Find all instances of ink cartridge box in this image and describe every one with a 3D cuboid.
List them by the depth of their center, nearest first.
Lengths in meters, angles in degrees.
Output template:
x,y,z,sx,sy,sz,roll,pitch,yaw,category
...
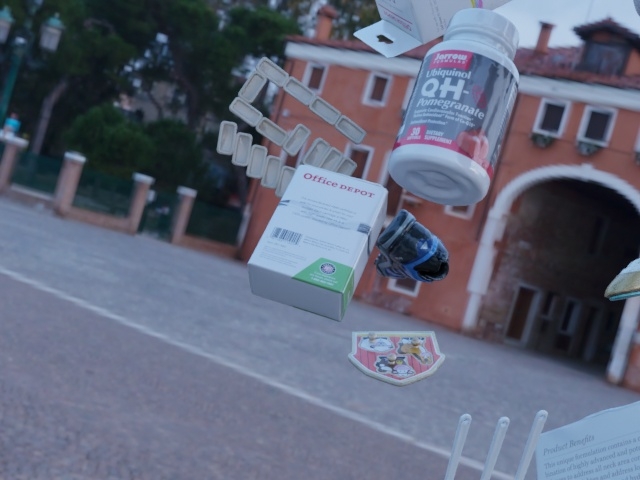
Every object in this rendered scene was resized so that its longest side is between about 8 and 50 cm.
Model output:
x,y,z,sx,sy,sz,roll,pitch,yaw,category
0.000,0.000,1.588,0.160,0.219,0.092,17,-35,13,ink cartridge box
0.239,-0.522,2.031,0.207,0.354,0.119,50,-15,55,ink cartridge box

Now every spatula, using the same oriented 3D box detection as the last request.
x,y,z,sx,sy,sz,roll,pitch,yaw,category
0.253,0.354,1.507,0.168,0.242,0.019,1,34,-12,spatula

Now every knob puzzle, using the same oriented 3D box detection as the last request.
x,y,z,sx,sy,sz,roll,pitch,yaw,category
0.151,0.224,1.949,0.213,0.029,0.213,1,25,0,knob puzzle

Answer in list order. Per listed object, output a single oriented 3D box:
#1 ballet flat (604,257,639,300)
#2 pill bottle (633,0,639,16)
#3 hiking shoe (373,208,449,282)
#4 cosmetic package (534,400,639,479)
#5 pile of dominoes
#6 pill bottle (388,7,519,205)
x,y,z,sx,sy,sz,roll,pitch,yaw,category
0.575,0.062,1.719,0.232,0.073,0.080,-2,-13,-34,ballet flat
0.690,-0.460,1.717,0.265,0.153,0.153,4,-8,38,pill bottle
0.181,0.043,1.901,0.132,0.113,0.304,39,-3,13,hiking shoe
0.619,0.522,1.748,0.328,0.393,0.329,20,-34,-30,cosmetic package
-0.057,-0.176,1.767,0.251,0.196,0.040,36,-11,-10,pile of dominoes
0.244,-0.235,1.714,0.176,0.318,0.176,17,-20,6,pill bottle
